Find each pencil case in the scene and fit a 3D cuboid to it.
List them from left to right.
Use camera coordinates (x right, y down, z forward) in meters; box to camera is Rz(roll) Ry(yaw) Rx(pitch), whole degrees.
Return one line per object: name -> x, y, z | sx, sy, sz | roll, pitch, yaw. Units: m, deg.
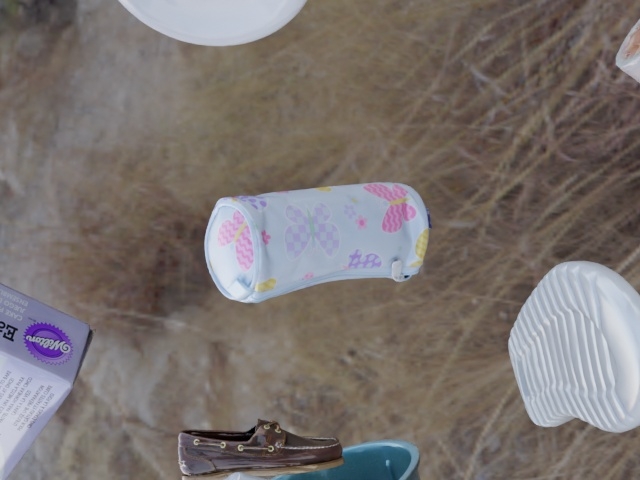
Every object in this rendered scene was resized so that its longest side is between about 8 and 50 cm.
pencil case -> 0.000, 0.000, 1.255 | 0.113, 0.273, 0.124 | -12, 85, 53

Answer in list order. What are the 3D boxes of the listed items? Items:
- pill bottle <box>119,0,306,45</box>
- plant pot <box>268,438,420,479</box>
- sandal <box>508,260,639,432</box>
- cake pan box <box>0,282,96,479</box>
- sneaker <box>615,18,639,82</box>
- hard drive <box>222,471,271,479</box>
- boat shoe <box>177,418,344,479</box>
pill bottle -> -0.068, -0.283, 0.789 | 0.153, 0.153, 0.265 | -39, 34, 42
plant pot -> 0.046, 0.521, 1.574 | 0.341, 0.341, 0.334 | -16, 98, 48
sandal -> 0.288, 0.106, 1.118 | 0.416, 0.102, 0.169 | 116, 138, -79
cake pan box -> -0.325, 0.104, 0.732 | 0.267, 0.245, 0.070 | -48, 21, 31
sneaker -> 0.378, -0.199, 0.839 | 0.302, 0.121, 0.108 | -42, 18, 50
hard drive -> 0.029, 0.311, 1.018 | 0.233, 0.353, 0.047 | -43, 34, 47
boat shoe -> -0.075, 0.258, 1.328 | 0.073, 0.207, 0.073 | 115, 149, -84
